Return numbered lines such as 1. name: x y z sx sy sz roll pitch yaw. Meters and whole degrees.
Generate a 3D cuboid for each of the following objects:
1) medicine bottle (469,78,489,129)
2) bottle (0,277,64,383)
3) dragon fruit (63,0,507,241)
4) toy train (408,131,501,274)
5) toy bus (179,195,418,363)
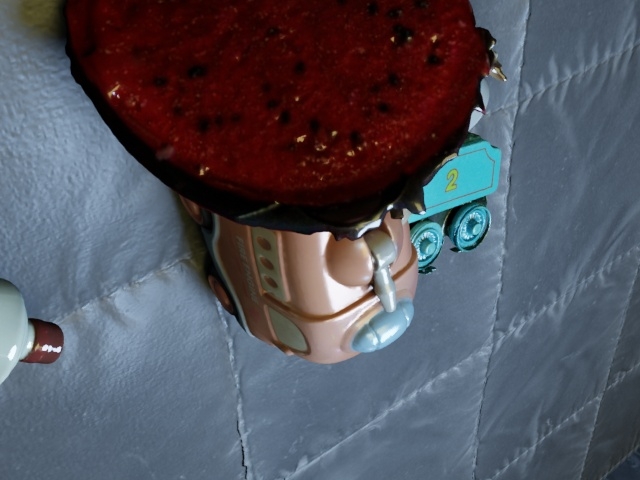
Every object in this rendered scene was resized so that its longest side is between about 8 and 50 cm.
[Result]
1. medicine bottle: 0.057 -0.233 0.714 0.110 0.110 0.352 -52 136 -1
2. bottle: -0.330 0.071 0.582 0.245 0.104 0.104 19 104 -47
3. dragon fruit: -0.023 -0.126 0.598 0.343 0.282 0.100 -13 169 -3
4. toy train: 0.134 -0.061 0.904 0.203 0.112 0.163 -21 124 -33
5. toy bus: 0.000 0.000 0.740 0.194 0.232 0.288 -32 133 -25
